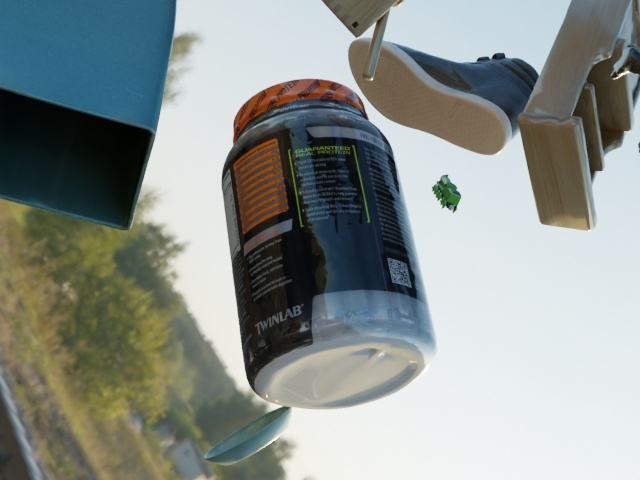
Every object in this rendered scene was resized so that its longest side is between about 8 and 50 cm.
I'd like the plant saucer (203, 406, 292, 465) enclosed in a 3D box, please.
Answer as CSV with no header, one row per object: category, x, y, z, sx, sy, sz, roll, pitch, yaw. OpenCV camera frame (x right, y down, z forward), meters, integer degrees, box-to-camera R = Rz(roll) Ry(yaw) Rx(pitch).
plant saucer,-0.080,0.231,1.208,0.021,0.119,0.119,60,-11,0

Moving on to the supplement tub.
supplement tub,0.000,0.000,1.152,0.207,0.207,0.338,79,1,-60

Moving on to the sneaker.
sneaker,0.180,-0.219,1.440,0.295,0.147,0.105,32,-44,33

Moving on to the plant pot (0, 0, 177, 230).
plant pot,-0.209,-0.164,0.898,0.165,0.165,0.234,122,-19,-57

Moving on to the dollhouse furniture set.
dollhouse furniture set,0.452,-0.143,1.127,0.394,0.256,0.362,9,-35,29

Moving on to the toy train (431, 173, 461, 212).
toy train,0.130,-0.050,1.064,0.017,0.024,0.083,21,16,-9

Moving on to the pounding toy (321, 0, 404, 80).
pounding toy,0.048,-0.249,1.005,0.100,0.130,0.141,43,10,-23

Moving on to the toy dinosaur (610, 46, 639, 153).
toy dinosaur,0.345,-0.136,0.834,0.160,0.121,0.313,29,-6,-11
